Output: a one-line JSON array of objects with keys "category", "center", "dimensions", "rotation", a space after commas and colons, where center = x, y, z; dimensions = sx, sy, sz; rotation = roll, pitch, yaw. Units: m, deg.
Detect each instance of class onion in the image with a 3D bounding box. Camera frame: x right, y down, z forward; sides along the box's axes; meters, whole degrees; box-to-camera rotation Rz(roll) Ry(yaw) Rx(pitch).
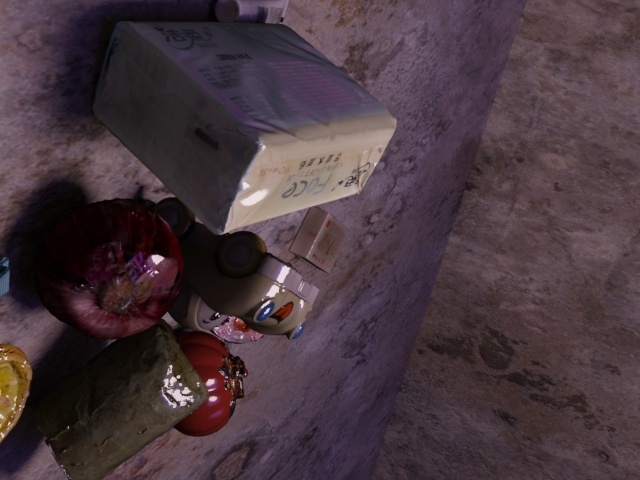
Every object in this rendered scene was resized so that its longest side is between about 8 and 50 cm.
[{"category": "onion", "center": [-0.343, 0.035, 1.441], "dimensions": [0.219, 0.252, 0.252], "rotation": [-110, -165, -50]}]

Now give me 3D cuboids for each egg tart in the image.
[{"category": "egg tart", "center": [-0.533, 0.244, 1.377], "dimensions": [0.191, 0.074, 0.191], "rotation": [-48, 152, -38]}]

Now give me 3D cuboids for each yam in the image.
[{"category": "yam", "center": [-0.354, 0.286, 1.559], "dimensions": [0.300, 0.195, 0.195], "rotation": [-38, 152, -10]}]

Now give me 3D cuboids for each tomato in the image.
[{"category": "tomato", "center": [-0.191, 0.120, 1.946], "dimensions": [0.225, 0.085, 0.224], "rotation": [-3, 94, -47]}]

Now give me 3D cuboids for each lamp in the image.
[{"category": "lamp", "center": [-0.257, 0.303, 1.878], "dimensions": [0.227, 0.227, 0.226], "rotation": [-49, 153, -36]}]

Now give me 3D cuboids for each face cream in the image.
[{"category": "face cream", "center": [-0.120, -0.426, 1.656], "dimensions": [0.244, 0.058, 0.092], "rotation": [-22, 131, -66]}]

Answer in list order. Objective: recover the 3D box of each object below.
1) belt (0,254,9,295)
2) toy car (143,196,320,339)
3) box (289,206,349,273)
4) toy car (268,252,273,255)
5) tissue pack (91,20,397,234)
[{"category": "belt", "center": [-0.518, 0.076, 1.261], "dimensions": [0.179, 0.100, 0.065], "rotation": [-58, 161, -60]}, {"category": "toy car", "center": [-0.201, 0.083, 1.614], "dimensions": [0.226, 0.336, 0.242], "rotation": [-61, 158, -7]}, {"category": "box", "center": [0.000, 0.000, 2.356], "dimensions": [0.141, 0.058, 0.201], "rotation": [-64, 159, -3]}, {"category": "toy car", "center": [-0.141, 0.092, 2.091], "dimensions": [0.112, 0.112, 0.139], "rotation": [-51, 149, 7]}, {"category": "tissue pack", "center": [-0.117, -0.205, 1.464], "dimensions": [0.405, 0.332, 0.205], "rotation": [-20, 145, -53]}]
